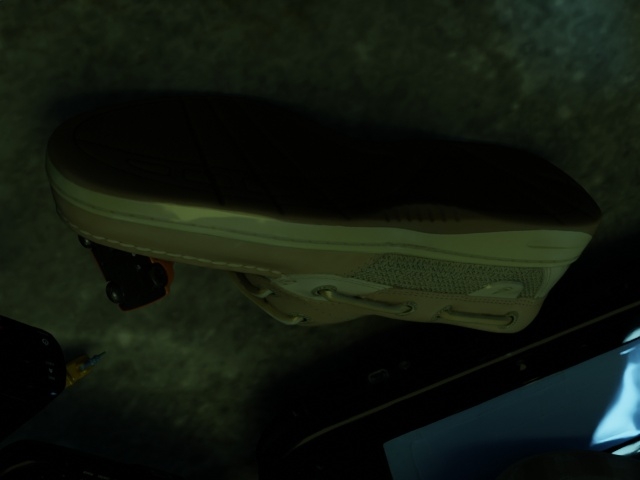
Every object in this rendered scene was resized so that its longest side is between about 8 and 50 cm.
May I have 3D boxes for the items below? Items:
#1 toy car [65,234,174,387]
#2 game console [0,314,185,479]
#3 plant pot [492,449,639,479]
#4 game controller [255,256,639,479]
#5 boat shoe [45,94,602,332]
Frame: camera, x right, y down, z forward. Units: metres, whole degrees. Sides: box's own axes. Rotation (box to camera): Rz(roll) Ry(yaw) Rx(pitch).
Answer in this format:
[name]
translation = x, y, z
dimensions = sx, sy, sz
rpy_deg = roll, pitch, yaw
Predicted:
[toy car]
translation = -0.116, 0.024, 0.967
dimensions = 0.122, 0.060, 0.040
rpy_deg = -43, 176, 35
[game console]
translation = -0.161, 0.129, 0.947
dimensions = 0.213, 0.044, 0.361
rpy_deg = -38, 140, 27
[plant pot]
translation = 0.142, 0.286, 1.084
dimensions = 0.323, 0.323, 0.280
rpy_deg = 5, 121, -25
[game controller]
translation = 0.120, 0.102, 1.090
dimensions = 0.319, 0.067, 0.166
rpy_deg = -21, 131, -4
[boat shoe]
translation = 0.000, 0.000, 0.937
dimensions = 0.302, 0.109, 0.098
rpy_deg = 4, 124, -31
